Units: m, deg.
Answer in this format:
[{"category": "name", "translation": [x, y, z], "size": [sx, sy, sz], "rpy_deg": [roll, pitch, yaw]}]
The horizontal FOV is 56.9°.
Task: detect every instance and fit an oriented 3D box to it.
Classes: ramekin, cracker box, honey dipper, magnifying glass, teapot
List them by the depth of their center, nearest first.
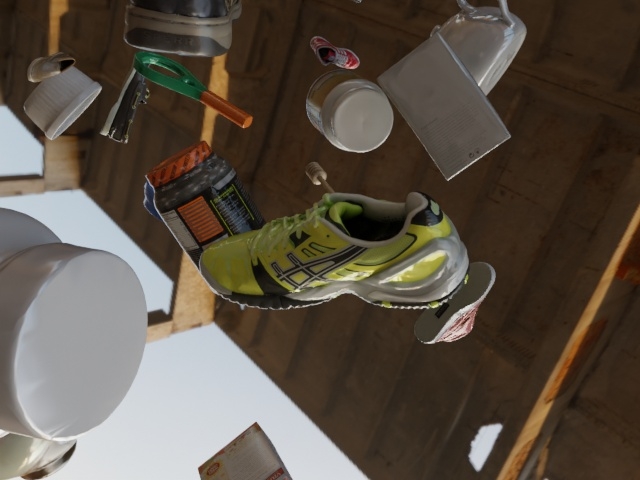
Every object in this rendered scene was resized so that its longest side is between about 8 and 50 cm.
[{"category": "magnifying glass", "translation": [-0.217, -0.257, 1.003], "size": [0.231, 0.092, 0.026], "rpy_deg": [31, -62, 9]}, {"category": "honey dipper", "translation": [0.014, -0.091, 1.056], "size": [0.160, 0.031, 0.030], "rpy_deg": [57, -44, 48]}, {"category": "cracker box", "translation": [-0.144, 0.472, 1.151], "size": [0.067, 0.156, 0.232], "rpy_deg": [57, -11, -18]}, {"category": "teapot", "translation": [0.345, -0.453, 1.390], "size": [0.187, 0.252, 0.256], "rpy_deg": [39, -76, 12]}, {"category": "ramekin", "translation": [-0.717, -0.390, 1.633], "size": [0.109, 0.207, 0.207], "rpy_deg": [43, -39, -20]}]

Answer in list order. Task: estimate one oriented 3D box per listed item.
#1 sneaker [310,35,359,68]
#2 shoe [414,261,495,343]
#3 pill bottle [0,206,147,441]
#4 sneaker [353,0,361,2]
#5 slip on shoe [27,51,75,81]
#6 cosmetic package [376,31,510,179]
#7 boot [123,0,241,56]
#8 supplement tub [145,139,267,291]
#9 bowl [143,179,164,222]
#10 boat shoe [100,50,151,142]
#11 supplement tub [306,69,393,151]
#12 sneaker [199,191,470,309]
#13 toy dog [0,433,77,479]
[{"category": "sneaker", "translation": [0.035, -0.390, 1.257], "size": [0.042, 0.119, 0.067], "rpy_deg": [-58, -154, 28]}, {"category": "shoe", "translation": [0.238, 0.106, 0.994], "size": [0.178, 0.081, 0.063], "rpy_deg": [-53, -128, 24]}, {"category": "pill bottle", "translation": [-0.260, 0.048, 0.386], "size": [0.272, 0.152, 0.152], "rpy_deg": [7, -76, 19]}, {"category": "sneaker", "translation": [0.097, -0.684, 1.477], "size": [0.082, 0.094, 0.208], "rpy_deg": [31, -14, 7]}, {"category": "slip on shoe", "translation": [-0.656, -0.422, 1.442], "size": [0.041, 0.135, 0.051], "rpy_deg": [18, -54, 11]}, {"category": "cosmetic package", "translation": [0.239, -0.256, 1.124], "size": [0.138, 0.224, 0.224], "rpy_deg": [-36, -88, 20]}, {"category": "boot", "translation": [-0.143, -0.378, 0.624], "size": [0.377, 0.138, 0.284], "rpy_deg": [-101, -162, -56]}, {"category": "supplement tub", "translation": [-0.257, -0.055, 1.423], "size": [0.207, 0.207, 0.337], "rpy_deg": [-7, -61, 48]}, {"category": "bowl", "translation": [-0.384, -0.092, 1.914], "size": [0.391, 0.391, 0.077], "rpy_deg": [33, -75, 38]}, {"category": "boat shoe", "translation": [-0.461, -0.350, 1.447], "size": [0.081, 0.069, 0.227], "rpy_deg": [15, -100, 65]}, {"category": "supplement tub", "translation": [0.058, -0.267, 1.215], "size": [0.199, 0.145, 0.144], "rpy_deg": [-121, -143, -63]}, {"category": "sneaker", "translation": [0.000, 0.000, 0.803], "size": [0.385, 0.145, 0.147], "rpy_deg": [-5, -49, 22]}, {"category": "toy dog", "translation": [-0.531, 0.240, 0.792], "size": [0.395, 0.409, 0.284], "rpy_deg": [146, -59, -73]}]
